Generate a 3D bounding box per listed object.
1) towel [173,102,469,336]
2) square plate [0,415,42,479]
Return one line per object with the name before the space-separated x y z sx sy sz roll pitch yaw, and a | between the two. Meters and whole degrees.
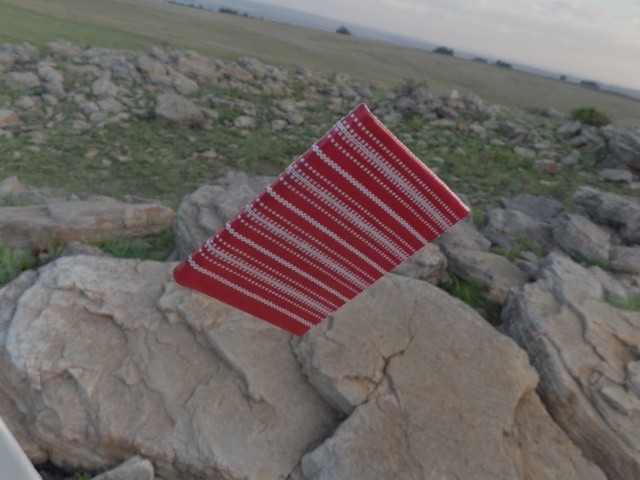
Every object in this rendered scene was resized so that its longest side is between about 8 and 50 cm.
towel | 0.000 0.000 0.547 0.199 0.275 0.031 33 28 -39
square plate | -0.314 0.095 0.147 0.049 0.343 0.347 0 24 41
